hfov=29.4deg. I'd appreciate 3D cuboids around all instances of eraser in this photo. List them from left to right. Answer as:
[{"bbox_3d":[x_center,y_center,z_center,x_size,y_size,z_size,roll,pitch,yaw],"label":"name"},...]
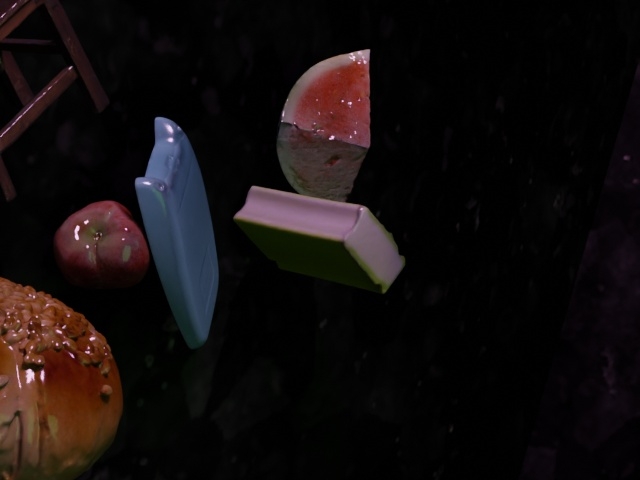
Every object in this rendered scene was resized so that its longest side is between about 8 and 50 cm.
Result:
[{"bbox_3d":[0.000,0.000,2.255,0.210,0.274,0.092,50,60,-47],"label":"eraser"}]

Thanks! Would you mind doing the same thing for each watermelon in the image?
[{"bbox_3d":[0.019,-0.219,2.312,0.256,0.176,0.260,47,41,-56],"label":"watermelon"}]

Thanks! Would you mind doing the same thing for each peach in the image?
[{"bbox_3d":[-0.340,0.022,1.942,0.152,0.152,0.152,-20,116,-48],"label":"peach"}]

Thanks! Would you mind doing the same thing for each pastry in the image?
[{"bbox_3d":[-0.460,0.179,1.647,0.410,0.410,0.245,9,104,-53],"label":"pastry"}]

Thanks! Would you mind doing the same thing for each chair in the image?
[{"bbox_3d":[-0.486,-0.291,1.605,0.240,0.203,0.416,-50,135,-35],"label":"chair"}]

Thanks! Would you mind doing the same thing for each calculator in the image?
[{"bbox_3d":[-0.228,0.002,2.053,0.256,0.055,0.386,-84,168,-51],"label":"calculator"}]
